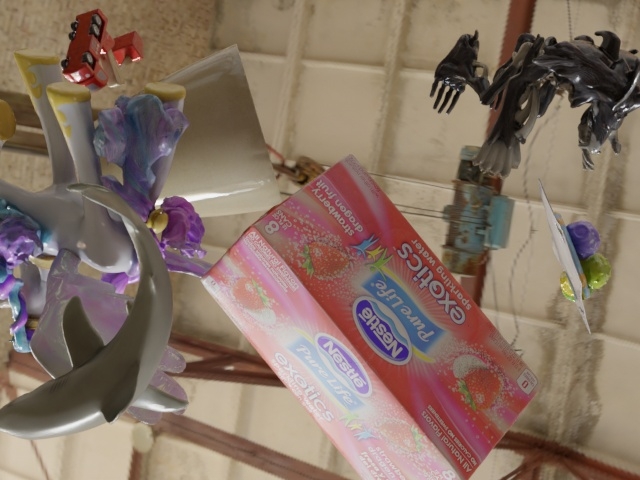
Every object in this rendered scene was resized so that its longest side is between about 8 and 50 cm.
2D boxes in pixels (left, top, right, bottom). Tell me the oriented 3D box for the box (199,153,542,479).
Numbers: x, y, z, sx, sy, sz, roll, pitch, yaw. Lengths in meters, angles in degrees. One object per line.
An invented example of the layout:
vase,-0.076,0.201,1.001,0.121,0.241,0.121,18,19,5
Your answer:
box,0.046,0.090,0.830,0.300,0.154,0.142,51,-37,1

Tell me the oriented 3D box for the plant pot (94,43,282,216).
plant pot,-0.220,-0.134,1.283,0.273,0.256,0.257,-17,-102,-2

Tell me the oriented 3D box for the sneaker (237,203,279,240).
sneaker,0.000,0.000,1.048,0.290,0.106,0.123,14,-117,50

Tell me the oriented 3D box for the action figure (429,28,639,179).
action figure,0.219,-0.127,0.788,0.275,0.164,0.141,-138,-128,-65

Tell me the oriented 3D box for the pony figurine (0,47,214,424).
pony figurine,-0.240,0.000,0.949,0.350,0.303,0.364,17,-64,22

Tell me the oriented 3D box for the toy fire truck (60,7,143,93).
toy fire truck,-0.346,-0.293,1.355,0.047,0.135,0.192,-13,-127,17

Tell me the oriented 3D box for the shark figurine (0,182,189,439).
shark figurine,-0.169,0.089,0.710,0.166,0.116,0.278,19,-67,-14

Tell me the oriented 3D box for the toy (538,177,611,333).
toy,0.321,0.020,1.041,0.056,0.237,0.137,-20,-115,8
